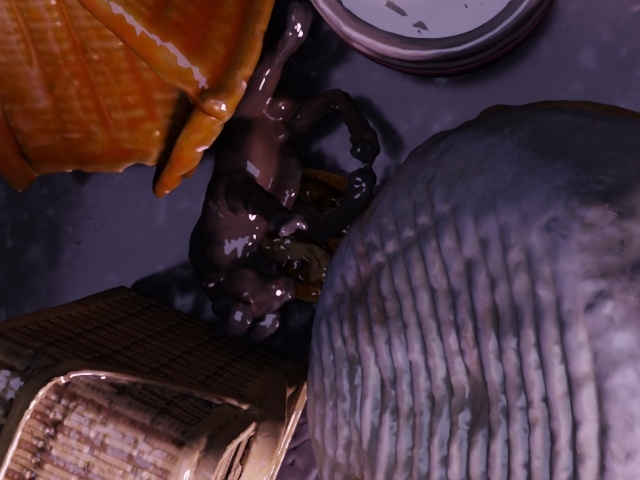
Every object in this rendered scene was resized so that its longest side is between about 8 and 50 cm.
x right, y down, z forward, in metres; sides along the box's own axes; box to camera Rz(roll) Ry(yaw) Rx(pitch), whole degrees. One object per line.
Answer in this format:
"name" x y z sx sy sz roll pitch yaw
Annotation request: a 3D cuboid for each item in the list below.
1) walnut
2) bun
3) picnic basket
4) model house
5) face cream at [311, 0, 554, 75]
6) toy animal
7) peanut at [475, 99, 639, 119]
"walnut" 0.000 0.000 1.032 0.121 0.052 0.091 23 86 18
"bun" 0.136 0.093 0.881 0.194 0.354 0.354 -1 95 -33
"picnic basket" -0.128 0.173 0.934 0.175 0.313 0.228 23 97 7
"model house" -0.124 -0.162 0.967 0.229 0.199 0.219 5 140 25
"face cream" 0.073 -0.194 0.938 0.175 0.195 0.175 1 95 6
"toy animal" -0.039 -0.052 0.977 0.148 0.084 0.233 -14 69 44
"peanut" 0.204 -0.034 0.981 0.226 0.095 0.108 19 89 8
